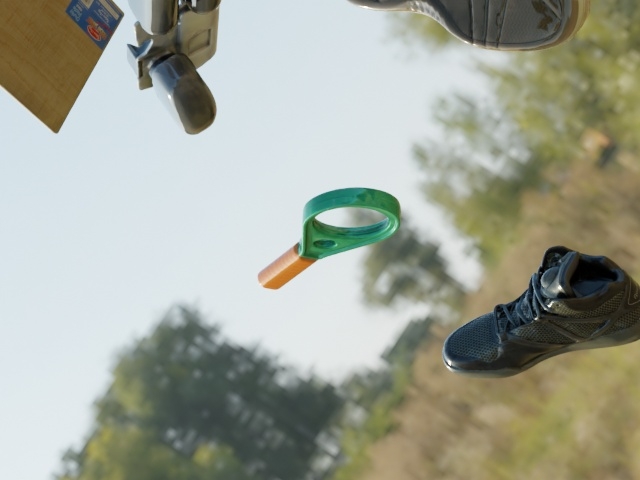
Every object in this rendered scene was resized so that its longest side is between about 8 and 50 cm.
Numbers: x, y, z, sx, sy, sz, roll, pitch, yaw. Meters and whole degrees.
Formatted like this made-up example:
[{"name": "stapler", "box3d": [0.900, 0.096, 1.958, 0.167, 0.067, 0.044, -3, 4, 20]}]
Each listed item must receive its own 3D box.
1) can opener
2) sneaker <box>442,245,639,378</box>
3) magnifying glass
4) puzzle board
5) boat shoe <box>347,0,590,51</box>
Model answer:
[{"name": "can opener", "box3d": [-0.095, -0.168, 1.394, 0.076, 0.095, 0.283, -29, -15, -15]}, {"name": "sneaker", "box3d": [0.223, 0.071, 1.974, 0.130, 0.227, 0.087, 55, -152, -43]}, {"name": "magnifying glass", "box3d": [0.000, 0.000, 1.832, 0.231, 0.092, 0.026, -39, 45, 54]}, {"name": "puzzle board", "box3d": [-0.181, -0.138, 1.208, 0.096, 0.011, 0.128, -63, -31, -12]}, {"name": "boat shoe", "box3d": [0.142, -0.240, 1.720, 0.098, 0.302, 0.109, -9, -71, -39]}]
